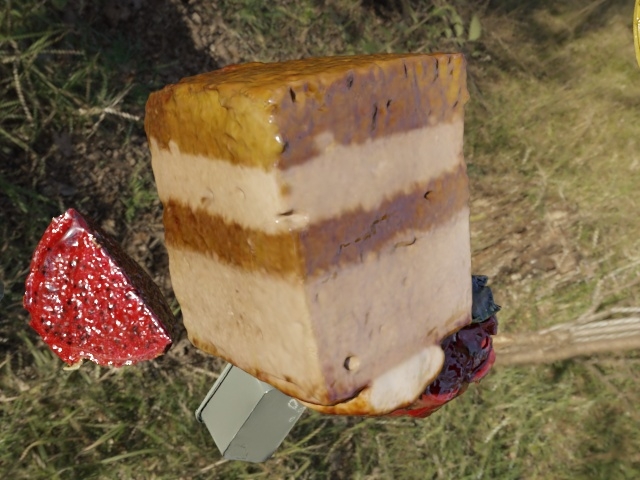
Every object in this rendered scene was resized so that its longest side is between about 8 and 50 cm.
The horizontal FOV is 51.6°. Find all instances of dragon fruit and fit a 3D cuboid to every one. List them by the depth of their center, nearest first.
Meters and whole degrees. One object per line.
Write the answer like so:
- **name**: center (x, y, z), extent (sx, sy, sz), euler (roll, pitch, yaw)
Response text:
- **dragon fruit**: center (-0.214, 0.060, 0.634), extent (0.162, 0.106, 0.083), euler (50, 3, 1)
- **dragon fruit**: center (0.065, 0.087, 0.799), extent (0.244, 0.298, 0.245), euler (14, 90, -72)

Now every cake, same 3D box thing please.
- **cake**: center (0.000, 0.000, 0.537), extent (0.196, 0.198, 0.293), euler (-22, 111, -38)

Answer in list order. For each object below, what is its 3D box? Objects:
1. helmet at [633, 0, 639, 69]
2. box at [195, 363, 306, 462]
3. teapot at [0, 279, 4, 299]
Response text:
- **helmet**: center (0.542, -0.296, 0.897), extent (0.140, 0.205, 0.257), euler (-4, 70, -5)
- **box**: center (-0.138, 0.354, 1.416), extent (0.163, 0.243, 0.135), euler (23, 19, -39)
- **teapot**: center (-0.682, 0.018, 1.196), extent (0.171, 0.203, 0.225), euler (-59, 157, -49)
